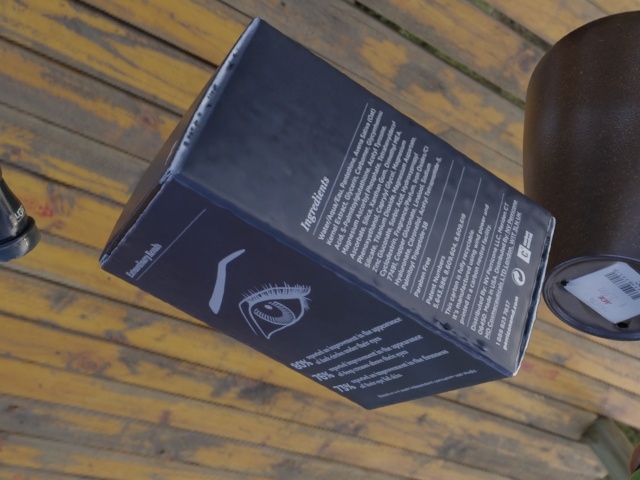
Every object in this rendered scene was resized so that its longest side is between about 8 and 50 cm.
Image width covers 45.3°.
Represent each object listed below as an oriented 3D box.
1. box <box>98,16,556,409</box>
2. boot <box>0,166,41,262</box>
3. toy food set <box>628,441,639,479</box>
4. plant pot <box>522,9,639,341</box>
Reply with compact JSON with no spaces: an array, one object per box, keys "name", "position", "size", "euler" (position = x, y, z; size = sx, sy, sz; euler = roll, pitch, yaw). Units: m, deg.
[{"name":"box","position":[0.000,0.000,0.445],"size":[0.207,0.108,0.153],"euler":[32,150,-16]},{"name":"boot","position":[-0.453,-0.066,0.842],"size":[0.247,0.094,0.207],"euler":[-8,121,10]},{"name":"toy food set","position":[0.276,0.222,0.656],"size":[0.218,0.071,0.128],"euler":[-16,137,-33]},{"name":"plant pot","position":[0.262,-0.039,0.651],"size":[0.216,0.230,0.215],"euler":[16,143,12]}]
